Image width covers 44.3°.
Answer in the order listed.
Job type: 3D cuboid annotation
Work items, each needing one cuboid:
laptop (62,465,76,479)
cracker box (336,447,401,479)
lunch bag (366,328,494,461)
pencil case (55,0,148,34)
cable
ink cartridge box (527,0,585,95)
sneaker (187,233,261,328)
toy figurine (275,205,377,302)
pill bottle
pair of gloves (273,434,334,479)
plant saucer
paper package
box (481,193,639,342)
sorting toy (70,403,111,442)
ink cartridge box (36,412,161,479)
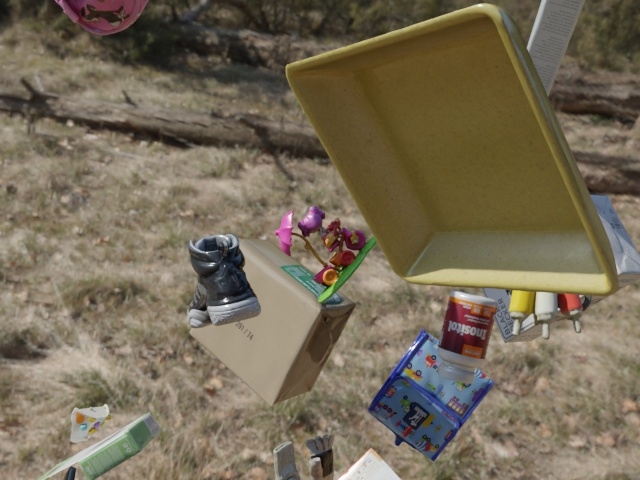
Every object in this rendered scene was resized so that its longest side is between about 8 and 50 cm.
[{"bbox_3d":[-0.353,0.651,1.212,0.236,0.382,0.408,18,24,-18],"label":"laptop"},{"bbox_3d":[0.140,0.620,1.819,0.156,0.067,0.232,-40,48,-9],"label":"cracker box"},{"bbox_3d":[0.282,0.421,2.096,0.221,0.293,0.138,36,1,4],"label":"lunch bag"},{"bbox_3d":[-0.321,-0.517,1.314,0.167,0.160,0.386,15,52,-4],"label":"pencil case"},{"bbox_3d":[0.344,0.007,1.195,0.139,0.072,0.287,-1,80,-6],"label":"cable"},{"bbox_3d":[0.412,-0.403,1.344,0.071,0.330,0.324,20,46,9],"label":"ink cartridge box"},{"bbox_3d":[-0.183,0.069,1.375,0.101,0.268,0.153,-12,88,-23],"label":"sneaker"},{"bbox_3d":[0.000,0.000,1.455,0.159,0.173,0.130,43,-11,-4],"label":"toy figurine"},{"bbox_3d":[0.255,0.170,1.384,0.086,0.152,0.086,13,0,0],"label":"pill bottle"},{"bbox_3d":[-0.032,0.579,1.885,0.042,0.204,0.240,-6,-6,33],"label":"pair of gloves"},{"bbox_3d":[0.153,-0.097,0.886,0.081,0.333,0.333,-43,24,-28],"label":"plant saucer"},{"bbox_3d":[-0.128,0.196,1.977,0.325,0.309,0.168,37,22,27],"label":"paper package"},{"bbox_3d":[0.437,0.059,1.468,0.087,0.290,0.169,0,61,-38],"label":"box"},{"bbox_3d":[-0.468,0.374,1.582,0.045,0.075,0.083,40,15,28],"label":"sorting toy"},{"bbox_3d":[-0.453,0.442,1.593,0.056,0.235,0.171,58,2,1],"label":"ink cartridge box"}]
